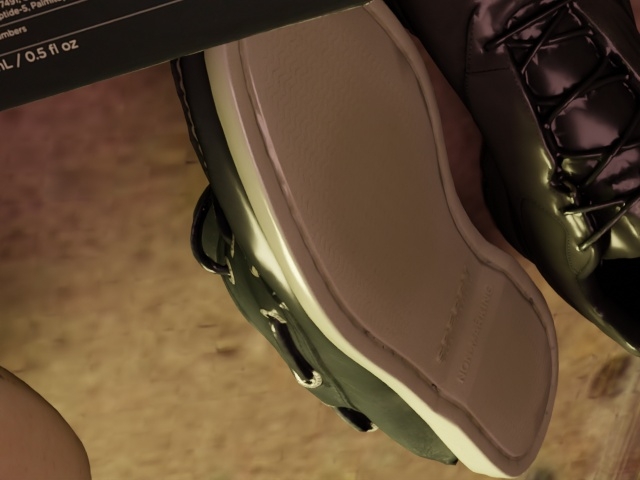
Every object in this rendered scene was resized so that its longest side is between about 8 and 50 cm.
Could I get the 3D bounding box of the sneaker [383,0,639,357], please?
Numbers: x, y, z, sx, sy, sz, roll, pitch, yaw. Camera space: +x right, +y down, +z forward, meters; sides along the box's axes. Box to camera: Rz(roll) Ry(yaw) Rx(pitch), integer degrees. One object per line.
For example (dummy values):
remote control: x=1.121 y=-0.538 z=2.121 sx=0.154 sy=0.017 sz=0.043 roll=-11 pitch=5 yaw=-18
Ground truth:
sneaker: x=0.112 y=-0.061 z=0.771 sx=0.109 sy=0.130 sz=0.286 roll=-32 pitch=132 yaw=3

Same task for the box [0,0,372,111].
box: x=-0.133 y=-0.134 z=0.535 sx=0.261 sy=0.103 sz=0.184 roll=-15 pitch=122 yaw=11

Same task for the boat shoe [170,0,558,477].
boat shoe: x=0.002 y=-0.003 z=0.779 sx=0.340 sy=0.113 sz=0.127 roll=47 pitch=56 yaw=-51

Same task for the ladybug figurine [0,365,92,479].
ladybug figurine: x=-0.281 y=0.121 z=0.648 sx=0.449 sy=0.162 sz=0.305 roll=13 pitch=145 yaw=-33
